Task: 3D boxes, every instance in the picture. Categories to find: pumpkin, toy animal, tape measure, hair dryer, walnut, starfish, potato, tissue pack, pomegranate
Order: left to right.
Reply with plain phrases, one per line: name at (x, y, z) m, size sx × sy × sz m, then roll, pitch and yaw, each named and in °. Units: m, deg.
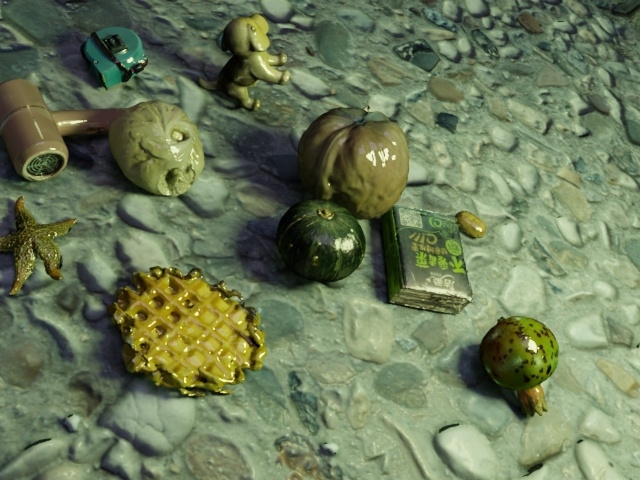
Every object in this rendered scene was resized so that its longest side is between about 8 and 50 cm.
starfish at (-0.533, 0.001, 1.359) m, size 0.176 × 0.053 × 0.208 m, roll 0°, pitch 47°, yaw -12°
hair dryer at (-0.471, -0.232, 1.541) m, size 0.344 × 0.106 × 0.189 m, roll -13°, pitch 60°, yaw -38°
tape measure at (-0.455, -0.411, 1.690) m, size 0.125 × 0.081 × 0.146 m, roll -31°, pitch 66°, yaw -20°
toy animal at (-0.163, -0.405, 1.728) m, size 0.169 × 0.233 × 0.121 m, roll 15°, pitch 54°, yaw -24°
pumpkin at (0.000, 0.001, 1.523) m, size 0.190 × 0.146 × 0.190 m, roll 11°, pitch 50°, yaw -13°
walnut at (0.069, -0.163, 1.630) m, size 0.248 × 0.248 × 0.248 m, roll 12°, pitch 50°, yaw -15°
tissue pack at (0.225, 0.037, 1.644) m, size 0.174 × 0.073 × 0.235 m, roll 10°, pitch 51°, yaw -17°
potato at (0.351, -0.037, 1.781) m, size 0.083 × 0.040 × 0.051 m, roll 40°, pitch 61°, yaw 11°
pomegranate at (0.401, 0.247, 1.512) m, size 0.159 × 0.159 × 0.205 m, roll -15°, pitch 86°, yaw -33°

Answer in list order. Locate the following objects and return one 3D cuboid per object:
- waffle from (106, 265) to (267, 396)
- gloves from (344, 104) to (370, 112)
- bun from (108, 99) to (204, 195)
waffle at (-0.234, 0.151, 1.357) m, size 0.281 × 0.060 × 0.262 m, roll 1°, pitch 54°, yaw -23°
gloves at (0.089, -0.247, 1.797) m, size 0.110 × 0.094 × 0.144 m, roll -22°, pitch 86°, yaw -9°
bun at (-0.317, -0.188, 1.522) m, size 0.178 × 0.128 × 0.193 m, roll -21°, pitch 82°, yaw -47°
